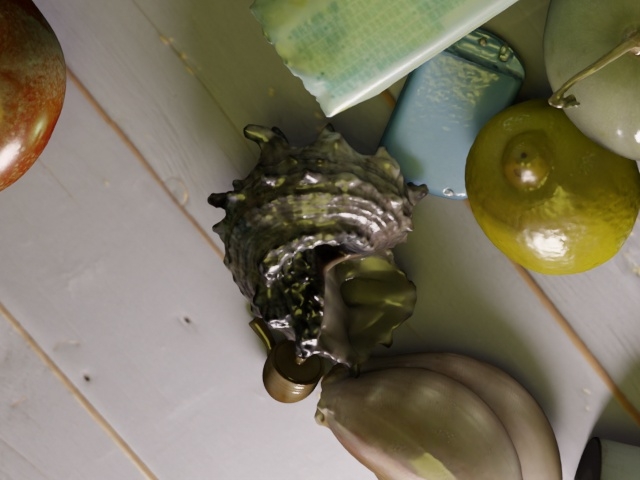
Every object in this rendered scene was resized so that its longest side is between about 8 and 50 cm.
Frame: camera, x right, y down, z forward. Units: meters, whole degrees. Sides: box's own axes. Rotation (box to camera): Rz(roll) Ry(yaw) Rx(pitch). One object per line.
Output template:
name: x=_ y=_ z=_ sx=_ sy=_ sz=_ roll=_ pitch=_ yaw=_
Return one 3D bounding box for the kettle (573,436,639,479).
kettle: x=0.412 y=0.358 z=2.017 sx=0.236 sy=0.221 sz=0.161 roll=12 pitch=158 yaw=-2

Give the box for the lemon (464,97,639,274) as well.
lemon: x=0.250 y=-0.054 z=1.846 sx=0.184 sy=0.184 sz=0.248 roll=-17 pitch=150 yaw=15

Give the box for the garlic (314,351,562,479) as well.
garlic: x=0.152 y=0.281 z=1.997 sx=0.246 sy=0.231 sz=0.340 roll=-24 pitch=105 yaw=14

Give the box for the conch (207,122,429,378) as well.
conch: x=0.010 y=0.000 z=1.922 sx=0.240 sy=0.186 sz=0.313 roll=-17 pitch=113 yaw=1

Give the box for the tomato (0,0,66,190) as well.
tomato: x=-0.406 y=-0.175 z=1.852 sx=0.270 sy=0.222 sz=0.270 roll=-1 pitch=99 yaw=-6

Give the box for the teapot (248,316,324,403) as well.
teapot: x=-0.041 y=0.135 z=2.054 sx=0.110 sy=0.085 sz=0.080 roll=47 pitch=140 yaw=15

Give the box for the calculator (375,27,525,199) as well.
calculator: x=0.140 y=-0.135 z=1.901 sx=0.121 sy=0.039 sz=0.210 roll=21 pitch=117 yaw=-1

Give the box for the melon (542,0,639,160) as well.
melon: x=0.348 y=-0.197 z=1.697 sx=0.271 sy=0.308 sz=0.272 roll=0 pitch=97 yaw=4

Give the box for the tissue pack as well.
tissue pack: x=0.143 y=-0.307 z=1.683 sx=0.388 sy=0.287 sz=0.162 roll=-32 pitch=102 yaw=19
